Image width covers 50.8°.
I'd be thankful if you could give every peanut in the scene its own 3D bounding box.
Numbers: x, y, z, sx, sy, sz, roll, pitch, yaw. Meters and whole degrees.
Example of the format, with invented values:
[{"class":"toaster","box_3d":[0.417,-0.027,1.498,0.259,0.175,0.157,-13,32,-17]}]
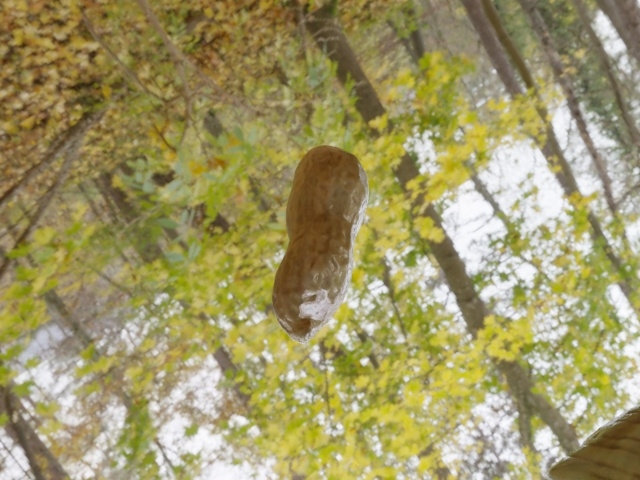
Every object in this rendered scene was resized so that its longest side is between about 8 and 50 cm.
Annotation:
[{"class":"peanut","box_3d":[-0.001,0.000,0.730,0.104,0.086,0.227,133,-31,-64]}]

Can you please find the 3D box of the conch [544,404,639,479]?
[{"class":"conch","box_3d":[0.252,0.162,0.388,0.386,0.203,0.169,-54,160,11]}]
